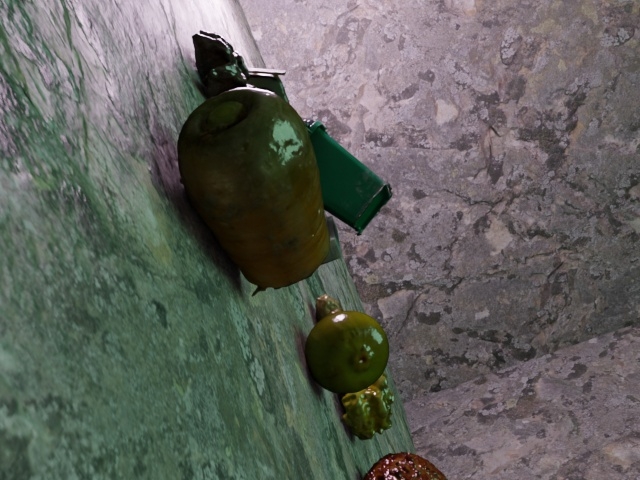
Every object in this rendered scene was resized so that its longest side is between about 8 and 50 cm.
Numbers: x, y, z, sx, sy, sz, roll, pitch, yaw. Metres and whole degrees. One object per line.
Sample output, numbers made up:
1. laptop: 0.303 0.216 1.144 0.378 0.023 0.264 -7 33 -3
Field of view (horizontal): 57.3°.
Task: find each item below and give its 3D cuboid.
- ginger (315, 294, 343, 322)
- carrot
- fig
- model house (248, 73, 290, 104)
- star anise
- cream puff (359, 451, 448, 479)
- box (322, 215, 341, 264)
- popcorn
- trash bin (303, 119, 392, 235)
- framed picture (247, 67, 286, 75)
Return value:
1. ginger: 0.024 0.223 1.852 0.131 0.086 0.294 60 -2 -3
2. carrot: -0.103 -0.083 1.005 0.224 0.224 0.340 -105 175 -46
3. fig: 0.058 0.278 1.448 0.230 0.207 0.207 -41 -115 60
4. model house: -0.184 -0.408 1.787 0.239 0.173 0.268 -116 -172 -66
5. star anise: -0.224 -0.388 1.483 0.331 0.118 0.331 62 7 -13
6. cream puff: 0.247 0.702 1.486 0.350 0.229 0.350 -18 90 -83
7. box: 0.000 0.000 2.088 0.269 0.135 0.079 -96 166 -69
8. popcorn: 0.134 0.462 1.649 0.197 0.156 0.197 170 -90 -89
9. trash bin: 0.043 -0.221 2.053 0.381 0.259 0.295 37 -3 16
10. framed picture: -0.202 -0.492 1.694 0.136 0.201 0.010 -94 -172 -70
